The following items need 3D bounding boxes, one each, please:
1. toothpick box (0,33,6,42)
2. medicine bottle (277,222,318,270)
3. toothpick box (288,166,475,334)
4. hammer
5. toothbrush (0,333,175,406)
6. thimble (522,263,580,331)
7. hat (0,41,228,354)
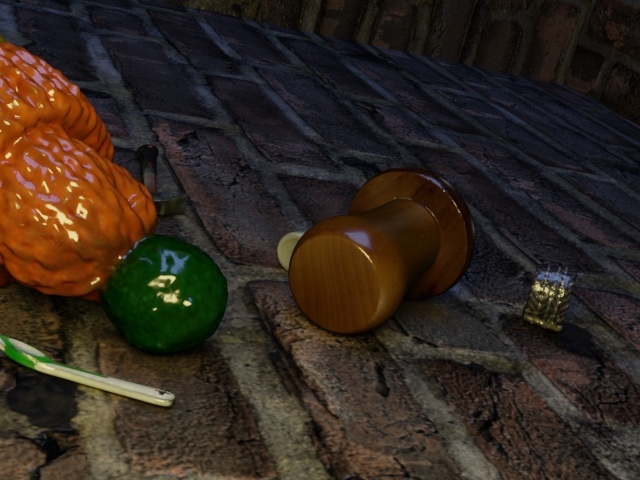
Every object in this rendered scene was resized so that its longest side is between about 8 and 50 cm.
[{"bbox_3d":[-0.622,-0.244,1.654,0.271,0.175,0.175,-1,25,-31],"label":"toothpick box"},{"bbox_3d":[0.000,0.000,1.623,0.092,0.061,0.221,3,11,28],"label":"medicine bottle"},{"bbox_3d":[0.086,0.015,1.460,0.192,0.192,0.294,23,27,21],"label":"toothpick box"},{"bbox_3d":[-0.272,-0.101,1.728,0.111,0.033,0.287,9,19,-14],"label":"hammer"},{"bbox_3d":[-0.292,0.116,1.104,0.304,0.030,0.030,16,19,2],"label":"toothbrush"},{"bbox_3d":[0.336,0.078,1.596,0.066,0.095,0.104,17,33,12],"label":"thimble"},{"bbox_3d":[-0.302,-0.011,1.199,0.400,0.285,0.285,46,30,21],"label":"hat"}]
